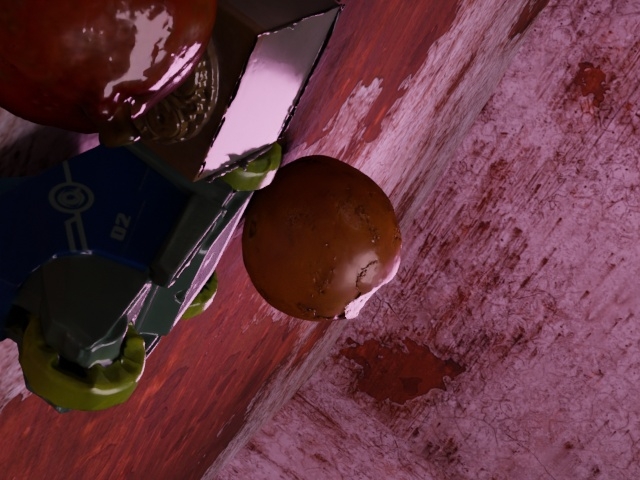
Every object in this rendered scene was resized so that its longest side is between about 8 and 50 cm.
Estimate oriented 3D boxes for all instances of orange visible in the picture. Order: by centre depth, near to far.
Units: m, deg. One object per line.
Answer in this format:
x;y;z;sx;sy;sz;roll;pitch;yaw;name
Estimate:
0.000;0.000;1.344;0.240;0.240;0.240;-50;169;-14;orange

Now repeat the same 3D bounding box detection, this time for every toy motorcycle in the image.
-0.181;-0.002;0.756;0.191;0.199;0.326;-60;178;32;toy motorcycle

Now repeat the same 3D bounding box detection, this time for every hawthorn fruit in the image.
-0.130;-0.137;0.504;0.169;0.188;0.169;-29;166;-8;hawthorn fruit

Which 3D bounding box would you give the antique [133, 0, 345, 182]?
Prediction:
-0.094;-0.149;0.716;0.148;0.152;0.147;-35;158;-52;antique
